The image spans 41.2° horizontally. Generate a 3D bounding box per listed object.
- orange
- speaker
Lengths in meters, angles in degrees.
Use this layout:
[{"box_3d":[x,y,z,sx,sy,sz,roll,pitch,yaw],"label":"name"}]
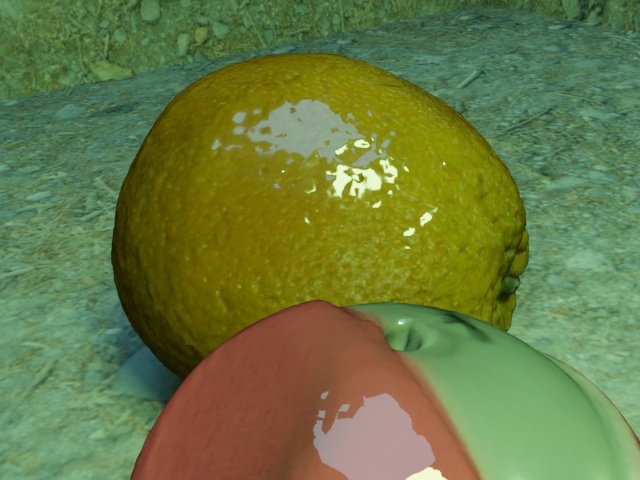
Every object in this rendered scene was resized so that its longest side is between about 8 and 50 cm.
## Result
[{"box_3d":[0.000,0.000,0.757,0.356,0.322,0.322,16,30,15],"label":"orange"},{"box_3d":[0.048,0.169,0.464,0.294,0.294,0.294,-4,25,2],"label":"speaker"}]
